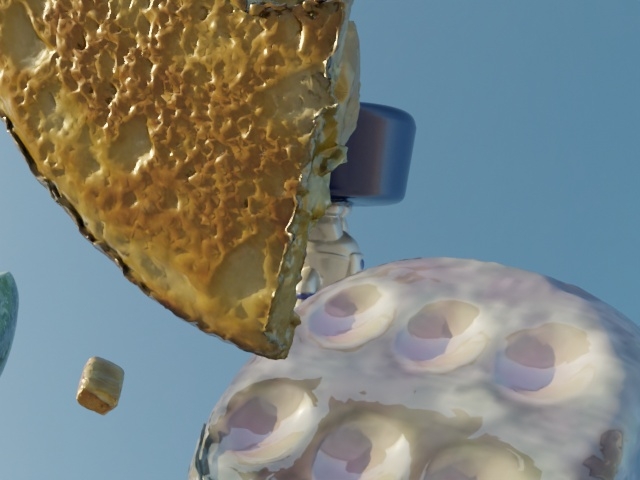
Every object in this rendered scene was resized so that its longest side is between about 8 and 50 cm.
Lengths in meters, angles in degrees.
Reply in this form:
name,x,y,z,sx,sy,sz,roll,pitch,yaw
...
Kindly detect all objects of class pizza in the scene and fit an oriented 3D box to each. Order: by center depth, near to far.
name,x,y,z,sx,sy,sz,roll,pitch,yaw
pizza,-0.081,-0.096,0.548,0.323,0.089,0.223,47,-67,14

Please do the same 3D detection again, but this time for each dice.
name,x,y,z,sx,sy,sz,roll,pitch,yaw
dice,0.089,0.191,0.642,0.270,0.270,0.271,12,-42,36

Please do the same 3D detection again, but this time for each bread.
name,x,y,z,sx,sy,sz,roll,pitch,yaw
bread,-0.377,0.246,1.605,0.074,0.132,0.053,32,-78,-13

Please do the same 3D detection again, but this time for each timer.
name,x,y,z,sx,sy,sz,roll,pitch,yaw
timer,0.000,0.000,1.362,0.271,0.270,0.383,1,-91,13

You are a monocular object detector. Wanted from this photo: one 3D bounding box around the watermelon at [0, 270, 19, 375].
name,x,y,z,sx,sy,sz,roll,pitch,yaw
watermelon,-0.529,0.131,1.145,0.214,0.289,0.319,31,-105,21
